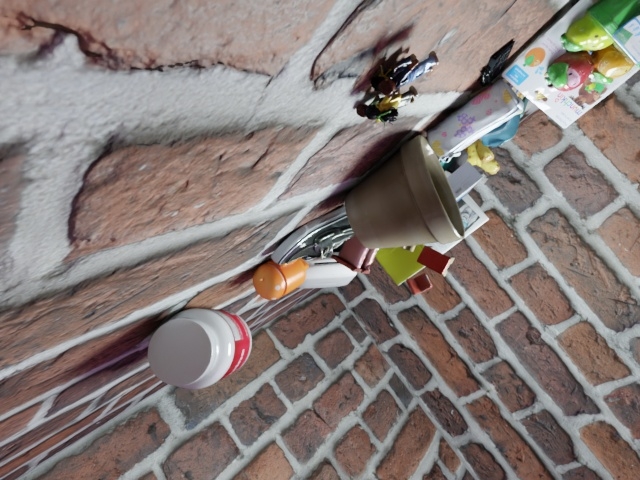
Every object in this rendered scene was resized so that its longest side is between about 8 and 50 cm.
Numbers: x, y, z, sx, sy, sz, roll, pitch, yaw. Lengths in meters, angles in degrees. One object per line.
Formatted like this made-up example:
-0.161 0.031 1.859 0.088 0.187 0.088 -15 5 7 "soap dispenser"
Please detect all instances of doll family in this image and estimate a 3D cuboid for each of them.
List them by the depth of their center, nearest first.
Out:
0.121 -0.257 0.782 0.111 0.076 0.193 -29 164 -19 "doll family"

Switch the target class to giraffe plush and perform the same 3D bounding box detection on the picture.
0.636 -0.348 1.958 0.170 0.210 0.181 -34 -163 15 "giraffe plush"

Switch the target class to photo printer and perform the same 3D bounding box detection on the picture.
0.019 0.127 1.919 0.256 0.107 0.307 -2 165 -7 "photo printer"

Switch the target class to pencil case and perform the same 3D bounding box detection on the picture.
0.443 -0.344 1.327 0.273 0.113 0.124 -35 -147 27 "pencil case"

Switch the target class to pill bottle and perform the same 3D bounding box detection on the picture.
-0.355 0.321 1.379 0.229 0.229 0.408 -36 171 -3 "pill bottle"

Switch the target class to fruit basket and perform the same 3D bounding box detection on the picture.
0.743 -0.499 1.252 0.327 0.165 0.353 25 126 -28 "fruit basket"

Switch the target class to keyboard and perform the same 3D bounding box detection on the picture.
0.471 -0.453 1.220 0.100 0.038 0.192 -38 170 9 "keyboard"

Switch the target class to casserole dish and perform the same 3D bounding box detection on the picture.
0.537 -0.366 1.367 0.114 0.037 0.188 -7 -123 50 "casserole dish"

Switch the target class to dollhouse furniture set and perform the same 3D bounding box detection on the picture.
0.249 0.062 1.616 0.152 0.374 0.201 15 102 -61 "dollhouse furniture set"

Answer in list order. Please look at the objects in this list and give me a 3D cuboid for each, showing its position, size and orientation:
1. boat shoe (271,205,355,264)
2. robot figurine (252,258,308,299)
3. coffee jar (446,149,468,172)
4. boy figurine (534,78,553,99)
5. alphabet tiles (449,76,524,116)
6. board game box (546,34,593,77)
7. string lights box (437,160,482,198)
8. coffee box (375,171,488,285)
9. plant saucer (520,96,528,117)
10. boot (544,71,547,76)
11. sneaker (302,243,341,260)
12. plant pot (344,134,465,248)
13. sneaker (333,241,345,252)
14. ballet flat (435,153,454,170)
0.000 0.000 1.451 0.335 0.119 0.121 -32 170 -30 "boat shoe"
-0.136 0.121 1.519 0.158 0.128 0.219 -12 -170 41 "robot figurine"
0.462 -0.297 1.650 0.096 0.079 0.184 -55 -170 7 "coffee jar"
0.886 -0.580 1.756 0.177 0.092 0.285 -12 -161 -2 "boy figurine"
0.540 -0.425 1.474 0.285 0.011 0.342 -27 165 5 "alphabet tiles"
0.852 -0.593 1.464 0.053 0.193 0.305 -54 172 -6 "board game box"
0.464 -0.175 1.590 0.133 0.077 0.259 -39 171 2 "string lights box"
0.392 -0.074 1.878 0.334 0.338 0.337 -32 169 -26 "coffee box"
0.779 -0.538 1.740 0.067 0.018 0.192 112 2 -74 "plant saucer"
0.699 -0.519 1.605 0.236 0.089 0.269 -31 168 -36 "boot"
0.015 0.002 1.650 0.217 0.079 0.121 -35 173 -1 "sneaker"
0.239 -0.106 1.365 0.280 0.323 0.323 -24 177 24 "plant pot"
0.096 -0.030 1.888 0.234 0.084 0.097 -41 -167 38 "sneaker"
0.335 -0.220 1.549 0.139 0.139 0.400 -21 145 -60 "ballet flat"
